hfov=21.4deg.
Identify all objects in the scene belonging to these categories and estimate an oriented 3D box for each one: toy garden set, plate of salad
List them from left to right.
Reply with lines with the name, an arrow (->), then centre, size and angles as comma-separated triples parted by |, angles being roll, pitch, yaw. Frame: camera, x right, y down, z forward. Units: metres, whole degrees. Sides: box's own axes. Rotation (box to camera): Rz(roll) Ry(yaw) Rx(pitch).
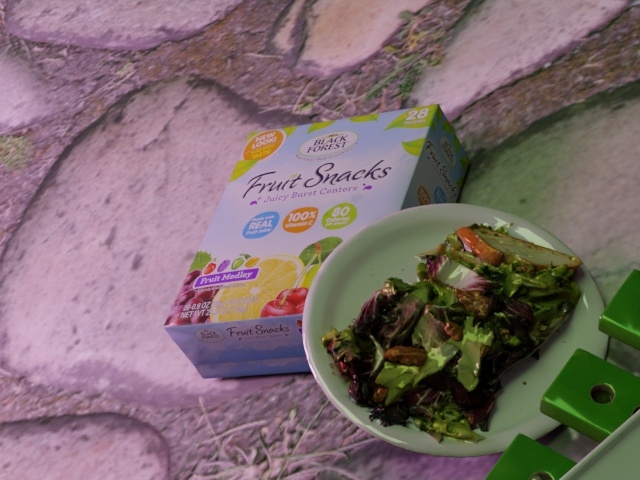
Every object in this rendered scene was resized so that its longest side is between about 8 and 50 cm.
plate of salad -> 0.087, 0.049, 1.097 | 0.200, 0.048, 0.200 | -1, 54, 1
toy garden set -> 0.199, 0.153, 0.907 | 0.204, 0.049, 0.244 | 27, 57, 23

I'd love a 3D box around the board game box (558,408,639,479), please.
board game box -> 0.356, 0.128, 0.655 | 0.390, 0.050, 0.390 | -40, 75, -8

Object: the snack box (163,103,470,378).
snack box -> 0.000, 0.000, 1.258 | 0.174, 0.070, 0.207 | -7, 42, 30
